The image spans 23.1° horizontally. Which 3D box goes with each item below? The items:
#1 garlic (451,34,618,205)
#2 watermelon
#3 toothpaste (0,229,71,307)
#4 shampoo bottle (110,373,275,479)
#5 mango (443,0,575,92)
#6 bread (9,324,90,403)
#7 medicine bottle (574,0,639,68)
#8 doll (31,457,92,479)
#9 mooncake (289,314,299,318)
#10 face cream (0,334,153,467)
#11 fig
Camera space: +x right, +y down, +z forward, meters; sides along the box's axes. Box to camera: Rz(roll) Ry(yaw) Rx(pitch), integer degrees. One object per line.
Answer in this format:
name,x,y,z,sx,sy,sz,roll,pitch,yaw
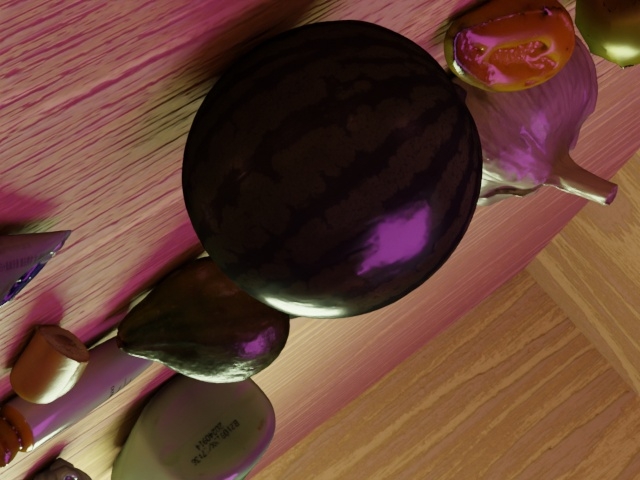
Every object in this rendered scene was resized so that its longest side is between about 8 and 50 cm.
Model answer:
garlic,0.223,-0.104,1.648,0.218,0.212,0.218,-39,164,-14
watermelon,0.010,-0.051,1.099,0.212,0.212,0.212,-39,170,-8
toothpaste,-0.234,0.032,0.959,0.100,0.066,0.323,-47,174,7
shampoo bottle,-0.182,0.295,2.036,0.222,0.151,0.349,-42,171,-30
mango,0.177,-0.189,1.493,0.187,0.066,0.101,-11,131,-45
bread,-0.221,0.099,1.324,0.062,0.049,0.103,-32,169,-41
medicine bottle,0.384,-0.282,1.753,0.239,0.124,0.124,-33,167,-35
doll,-0.312,0.304,1.833,0.094,0.079,0.180,2,155,-26
mooncake,0.000,0.000,1.573,0.175,0.104,0.168,-31,170,-33
face cream,-0.236,0.144,1.458,0.182,0.051,0.072,-33,171,-34
fig,-0.113,0.078,1.463,0.156,0.123,0.123,-18,158,-37
